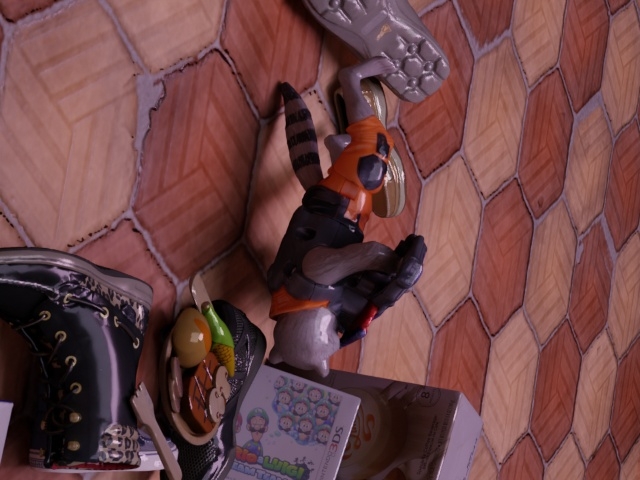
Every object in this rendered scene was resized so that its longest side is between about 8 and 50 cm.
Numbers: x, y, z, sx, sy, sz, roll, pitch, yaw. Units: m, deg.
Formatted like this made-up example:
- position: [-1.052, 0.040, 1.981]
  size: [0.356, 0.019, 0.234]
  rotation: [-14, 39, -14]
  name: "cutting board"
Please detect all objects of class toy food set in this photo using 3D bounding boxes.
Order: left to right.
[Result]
- position: [-0.114, 0.130, 1.468]
  size: [0.192, 0.038, 0.132]
  rotation: [-68, 144, -50]
  name: "toy food set"

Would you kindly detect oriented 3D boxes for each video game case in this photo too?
- position: [-0.050, 0.215, 1.698]
  size: [0.019, 0.157, 0.143]
  rotation: [106, 3, -69]
  name: "video game case"

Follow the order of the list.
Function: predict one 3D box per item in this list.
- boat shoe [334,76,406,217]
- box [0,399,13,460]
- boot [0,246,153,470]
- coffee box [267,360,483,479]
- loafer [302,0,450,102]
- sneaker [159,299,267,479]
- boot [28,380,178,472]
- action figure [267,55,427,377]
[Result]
- position: [0.051, -0.108, 1.902]
  size: [0.072, 0.068, 0.190]
  rotation: [-32, 114, -40]
  name: "boat shoe"
- position: [-0.331, 0.183, 1.255]
  size: [0.137, 0.072, 0.126]
  rotation: [22, 77, -61]
  name: "box"
- position: [-0.233, 0.107, 1.350]
  size: [0.236, 0.085, 0.179]
  rotation: [20, 65, -54]
  name: "boot"
- position: [0.044, 0.233, 1.762]
  size: [0.098, 0.246, 0.141]
  rotation: [52, 51, -55]
  name: "coffee box"
- position: [0.039, -0.286, 1.802]
  size: [0.112, 0.111, 0.319]
  rotation: [-38, 130, 2]
  name: "loafer"
- position: [-0.132, 0.159, 1.601]
  size: [0.130, 0.087, 0.227]
  rotation: [55, 47, -49]
  name: "sneaker"
- position: [-0.202, 0.177, 1.488]
  size: [0.190, 0.069, 0.086]
  rotation: [9, 84, -58]
  name: "boot"
- position: [0.000, 0.000, 1.741]
  size: [0.341, 0.178, 0.330]
  rotation: [131, -27, -62]
  name: "action figure"
